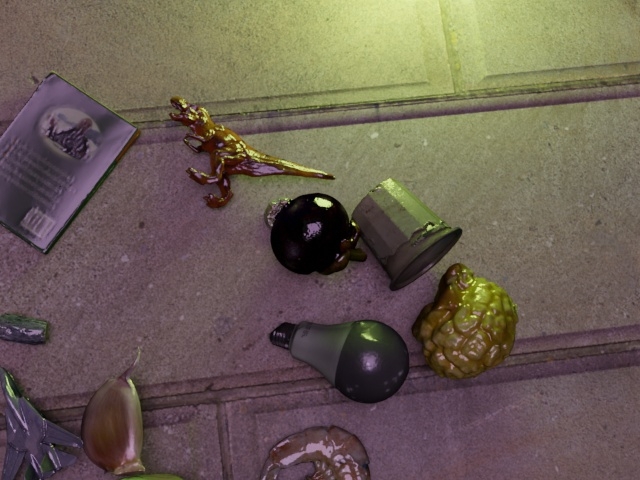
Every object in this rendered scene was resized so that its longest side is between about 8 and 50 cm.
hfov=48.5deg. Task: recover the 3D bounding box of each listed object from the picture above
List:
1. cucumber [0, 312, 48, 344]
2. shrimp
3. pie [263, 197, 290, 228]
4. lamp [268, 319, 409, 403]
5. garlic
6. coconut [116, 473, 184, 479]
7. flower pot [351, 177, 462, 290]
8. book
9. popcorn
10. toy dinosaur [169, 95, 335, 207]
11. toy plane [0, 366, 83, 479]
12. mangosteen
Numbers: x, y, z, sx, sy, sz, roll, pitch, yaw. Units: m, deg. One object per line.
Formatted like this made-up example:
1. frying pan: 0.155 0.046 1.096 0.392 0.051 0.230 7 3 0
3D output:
1. cucumber: -0.665 0.199 1.590 0.112 0.064 0.064 9 79 -1
2. shrimp: -0.033 0.571 1.545 0.247 0.085 0.360 29 72 7
3. pie: -0.094 -0.063 1.697 0.085 0.017 0.085 1 79 -4
4. lamp: 0.052 0.237 1.591 0.314 0.182 0.181 29 78 27
5. garlic: -0.445 0.372 1.534 0.149 0.128 0.266 -8 78 0
6. coconut: -0.353 0.587 1.461 0.236 0.236 0.204 2 72 -3
7. flower pot: 0.177 -0.020 1.623 0.212 0.212 0.202 -40 74 -10
8. book: -0.640 -0.187 1.680 0.260 0.043 0.370 35 80 1
9. popcorn: 0.321 0.179 1.587 0.237 0.206 0.251 -26 69 7
10. toy dinosaur: -0.202 -0.174 1.678 0.432 0.097 0.208 32 69 -1
11. toy plane: -0.637 0.394 1.543 0.212 0.088 0.267 -32 70 5
12. mangosteen: 0.000 0.000 1.610 0.231 0.194 0.194 36 79 -8
